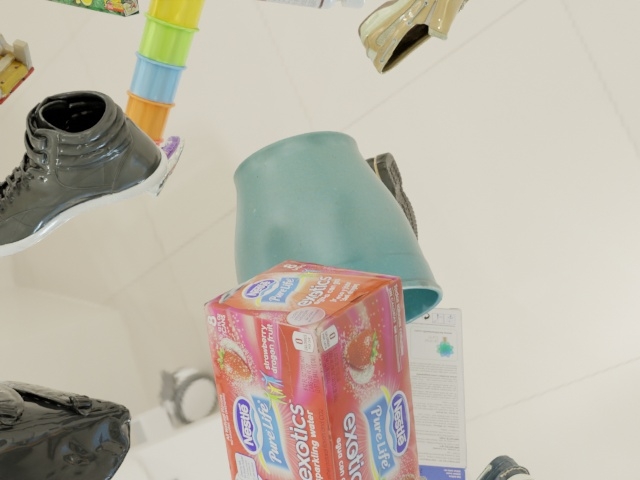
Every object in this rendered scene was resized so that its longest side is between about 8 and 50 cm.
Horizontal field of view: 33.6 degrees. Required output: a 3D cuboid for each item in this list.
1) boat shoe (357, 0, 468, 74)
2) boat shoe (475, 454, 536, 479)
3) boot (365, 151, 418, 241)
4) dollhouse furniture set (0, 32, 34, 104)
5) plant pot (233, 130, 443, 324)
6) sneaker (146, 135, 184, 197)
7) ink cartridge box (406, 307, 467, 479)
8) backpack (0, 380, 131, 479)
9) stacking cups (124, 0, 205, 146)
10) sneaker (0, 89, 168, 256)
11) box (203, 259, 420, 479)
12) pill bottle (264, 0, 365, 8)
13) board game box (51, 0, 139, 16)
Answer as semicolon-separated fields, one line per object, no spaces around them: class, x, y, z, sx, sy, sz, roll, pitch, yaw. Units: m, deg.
boat shoe;0.124;-0.246;1.142;0.190;0.068;0.072;-38;59;38
boat shoe;0.191;0.398;1.395;0.254;0.095;0.079;-61;30;8
boot;0.090;-0.051;1.911;0.137;0.077;0.197;-12;99;25
dollhouse furniture set;-0.665;-0.196;1.778;0.201;0.374;0.152;22;146;17
plant pot;0.000;0.000;1.458;0.272;0.272;0.255;-35;65;43
sneaker;-0.310;-0.155;2.024;0.071;0.170;0.068;28;127;-5
ink cartridge box;0.119;0.240;1.566;0.065;0.186;0.311;100;174;-54
backpack;-0.498;0.322;1.634;0.356;0.290;0.273;18;108;46
stacking cups;-0.253;-0.255;1.672;0.096;0.096;0.316;29;112;35
sneaker;-0.343;-0.085;1.258;0.146;0.296;0.104;66;-179;-48
box;-0.001;0.158;0.932;0.128;0.123;0.256;8;115;38
pill bottle;-0.028;-0.484;1.919;0.121;0.221;0.121;-175;90;-80
board game box;-0.343;-0.392;1.470;0.260;0.030;0.136;20;128;43
